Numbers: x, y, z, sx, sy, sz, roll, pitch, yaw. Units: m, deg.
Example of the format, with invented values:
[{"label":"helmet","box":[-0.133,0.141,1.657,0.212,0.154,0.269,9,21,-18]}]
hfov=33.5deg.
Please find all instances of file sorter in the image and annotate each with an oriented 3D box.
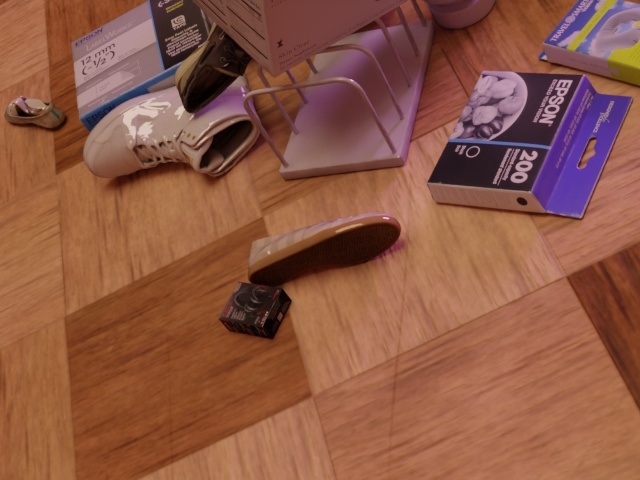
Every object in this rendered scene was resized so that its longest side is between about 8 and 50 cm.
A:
[{"label":"file sorter","box":[0.028,-0.256,1.526,0.193,0.173,0.277,-5,51,27]}]

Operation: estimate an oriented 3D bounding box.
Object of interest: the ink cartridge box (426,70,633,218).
[{"label":"ink cartridge box","box":[0.268,-0.129,1.367,0.208,0.045,0.206,9,58,34]}]

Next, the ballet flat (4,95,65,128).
[{"label":"ballet flat","box":[-0.526,-0.241,1.927,0.168,0.052,0.057,11,60,37]}]

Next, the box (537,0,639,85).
[{"label":"box","box":[0.385,-0.272,1.421,0.178,0.042,0.109,27,69,42]}]

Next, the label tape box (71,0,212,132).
[{"label":"label tape box","box":[-0.295,-0.329,1.824,0.249,0.115,0.347,-27,46,8]}]

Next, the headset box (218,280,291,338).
[{"label":"headset box","box":[-0.089,0.090,1.397,0.083,0.032,0.062,9,58,34]}]

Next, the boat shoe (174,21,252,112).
[{"label":"boat shoe","box":[-0.134,-0.266,1.544,0.223,0.080,0.073,-40,51,37]}]

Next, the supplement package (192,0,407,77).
[{"label":"supplement package","box":[-0.020,-0.377,1.403,0.262,0.145,0.204,-33,57,-17]}]

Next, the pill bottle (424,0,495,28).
[{"label":"pill bottle","box":[0.175,-0.423,1.546,0.121,0.221,0.121,-17,47,18]}]

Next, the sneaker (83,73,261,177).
[{"label":"sneaker","box":[-0.231,-0.152,1.637,0.293,0.108,0.169,-28,41,5]}]

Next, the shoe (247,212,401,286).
[{"label":"shoe","box":[0.000,0.000,1.390,0.219,0.076,0.058,-18,51,19]}]

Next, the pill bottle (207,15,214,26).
[{"label":"pill bottle","box":[-0.033,-0.414,1.707,0.283,0.161,0.161,-8,50,25]}]
